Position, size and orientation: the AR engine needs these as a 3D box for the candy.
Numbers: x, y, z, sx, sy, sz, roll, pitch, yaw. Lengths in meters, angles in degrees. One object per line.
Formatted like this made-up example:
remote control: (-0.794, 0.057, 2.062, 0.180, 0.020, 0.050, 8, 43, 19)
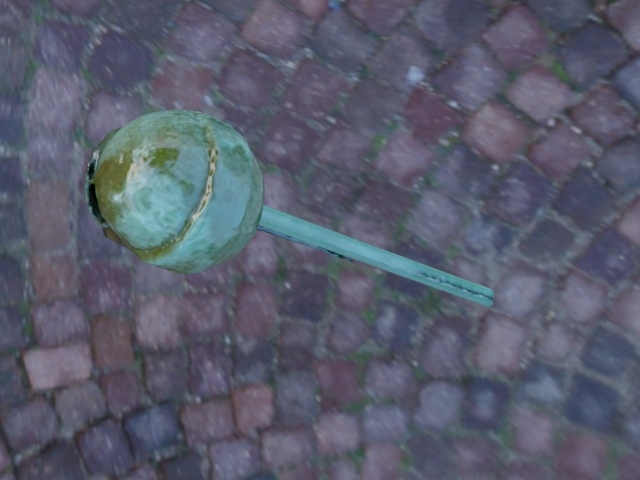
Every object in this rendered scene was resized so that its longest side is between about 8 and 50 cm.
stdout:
candy: (0.000, 0.000, 0.557, 0.202, 0.061, 0.061, 19, 98, -43)
